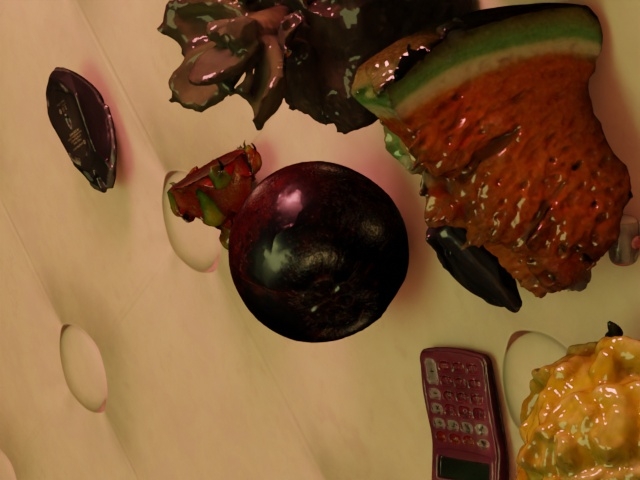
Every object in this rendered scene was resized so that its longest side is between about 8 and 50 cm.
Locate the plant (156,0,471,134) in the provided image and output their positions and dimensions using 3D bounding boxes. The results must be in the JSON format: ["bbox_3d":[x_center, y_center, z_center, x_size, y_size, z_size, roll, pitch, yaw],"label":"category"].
[{"bbox_3d":[-0.009,-0.227,1.982,0.215,0.312,0.213,29,124,50],"label":"plant"}]

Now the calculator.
[{"bbox_3d":[0.169,0.217,2.182,0.126,0.034,0.190,3,102,56],"label":"calculator"}]

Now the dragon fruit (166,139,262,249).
[{"bbox_3d":[-0.124,-0.063,2.413,0.142,0.138,0.175,-90,-24,-48],"label":"dragon fruit"}]

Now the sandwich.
[{"bbox_3d":[0.187,-0.083,1.863,0.301,0.250,0.162,65,163,-3],"label":"sandwich"}]

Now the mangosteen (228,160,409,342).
[{"bbox_3d":[-0.004,0.001,2.186,0.216,0.216,0.216,29,128,46],"label":"mangosteen"}]

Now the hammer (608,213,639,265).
[{"bbox_3d":[0.323,0.004,1.866,0.083,0.031,0.052,13,116,41],"label":"hammer"}]

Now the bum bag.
[{"bbox_3d":[0.162,0.014,1.992,0.123,0.060,0.248,51,-172,-6],"label":"bum bag"}]

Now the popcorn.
[{"bbox_3d":[0.299,0.203,1.842,0.225,0.249,0.249,-100,19,-47],"label":"popcorn"}]

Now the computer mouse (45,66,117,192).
[{"bbox_3d":[-0.333,-0.163,2.704,0.106,0.062,0.192,-22,93,56],"label":"computer mouse"}]
